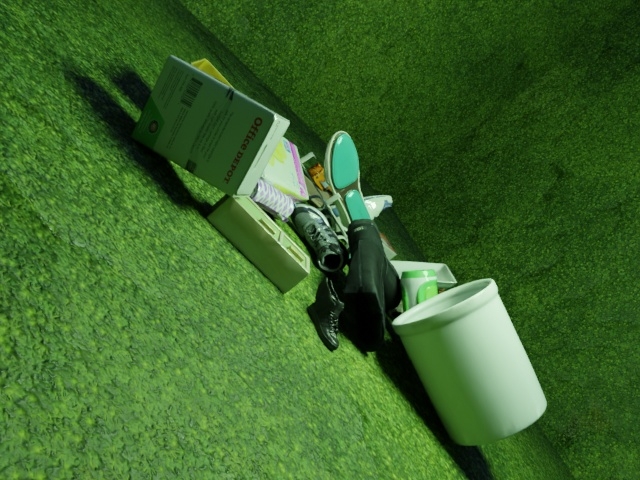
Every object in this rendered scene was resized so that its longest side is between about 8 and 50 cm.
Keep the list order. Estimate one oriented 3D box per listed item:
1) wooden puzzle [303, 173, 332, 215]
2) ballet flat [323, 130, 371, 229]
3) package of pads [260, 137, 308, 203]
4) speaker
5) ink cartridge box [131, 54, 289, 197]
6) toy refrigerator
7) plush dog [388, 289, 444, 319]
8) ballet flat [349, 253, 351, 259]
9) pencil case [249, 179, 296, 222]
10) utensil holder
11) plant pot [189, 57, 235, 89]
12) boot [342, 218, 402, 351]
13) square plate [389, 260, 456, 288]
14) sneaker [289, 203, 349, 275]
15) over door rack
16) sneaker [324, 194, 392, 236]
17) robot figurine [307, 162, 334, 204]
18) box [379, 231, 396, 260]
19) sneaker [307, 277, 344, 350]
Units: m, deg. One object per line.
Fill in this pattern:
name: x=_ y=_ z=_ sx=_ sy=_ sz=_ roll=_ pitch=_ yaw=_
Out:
wooden puzzle: x=-0.044 y=-0.203 z=2.348 sx=0.239 sy=0.044 sz=0.220 roll=36 pitch=19 yaw=-31
ballet flat: x=0.076 y=-0.200 z=2.028 sx=0.139 sy=0.139 sz=0.399 roll=-100 pitch=173 yaw=-64
package of pads: x=-0.159 y=-0.240 z=1.822 sx=0.297 sy=0.101 sz=0.229 roll=23 pitch=51 yaw=-60
speaker: x=0.337 y=0.248 z=1.887 sx=0.131 sy=0.131 sz=0.296 roll=3 pitch=83 yaw=-72
ink cartridge box: x=-0.250 y=-0.255 z=1.292 sx=0.289 sy=0.211 sz=0.121 roll=32 pitch=11 yaw=9
toy refrigerator: x=-0.144 y=-0.005 z=1.383 sx=0.269 sy=0.094 sz=0.102 roll=47 pitch=14 yaw=-16
plush dog: x=0.345 y=0.223 z=2.184 sx=0.262 sy=0.210 sz=0.225 roll=37 pitch=-5 yaw=-42
ballet flat: x=0.150 y=0.061 z=2.175 sx=0.072 sy=0.068 sz=0.213 roll=13 pitch=33 yaw=11
pencil case: x=-0.162 y=-0.121 z=1.672 sx=0.206 sy=0.087 sz=0.088 roll=28 pitch=54 yaw=-54
utensil holder: x=0.435 y=0.353 z=1.657 sx=0.385 sy=0.328 sz=0.328 roll=66 pitch=15 yaw=1
plant pot: x=-0.319 y=-0.344 z=1.533 sx=0.212 sy=0.187 sz=0.212 roll=45 pitch=15 yaw=-16
boot: x=0.168 y=0.181 z=1.734 sx=0.445 sy=0.146 sz=0.366 roll=-88 pitch=155 yaw=-62
square plate: x=0.318 y=0.131 z=2.130 sx=0.344 sy=0.348 sz=0.049 roll=-57 pitch=148 yaw=-79
sneaker: x=0.000 y=0.000 z=1.800 sx=0.268 sy=0.101 sz=0.153 roll=49 pitch=11 yaw=-14
over door rack: x=-0.001 y=-0.123 z=2.015 sx=0.239 sy=0.108 sz=0.324 roll=59 pitch=-9 yaw=33
sneaker: x=0.154 y=-0.084 z=2.330 sx=0.316 sy=0.128 sz=0.182 roll=-16 pitch=102 yaw=-35
robot figurine: x=0.060 y=-0.219 z=2.587 sx=0.291 sy=0.085 sz=0.211 roll=46 pitch=6 yaw=-24
box: x=0.249 y=0.016 z=2.571 sx=0.170 sy=0.091 sz=0.130 roll=35 pitch=20 yaw=-46
sneaker: x=0.025 y=0.185 z=1.418 sx=0.051 sy=0.089 sz=0.170 roll=32 pitch=22 yaw=-51
